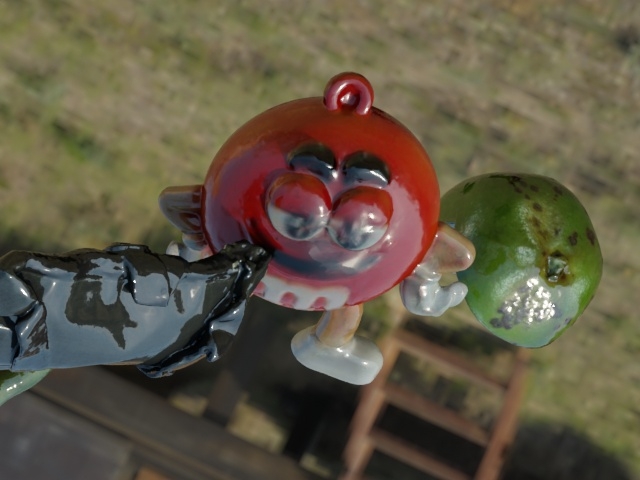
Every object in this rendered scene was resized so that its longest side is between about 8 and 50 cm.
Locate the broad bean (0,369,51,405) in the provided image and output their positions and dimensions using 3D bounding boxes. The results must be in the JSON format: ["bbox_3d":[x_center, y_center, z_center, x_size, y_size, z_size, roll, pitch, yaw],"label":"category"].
[{"bbox_3d":[-0.256,0.100,1.740,0.060,0.297,0.043,46,159,16],"label":"broad bean"}]

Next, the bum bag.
[{"bbox_3d":[-0.106,0.040,0.969,0.198,0.087,0.049,1,-131,-46],"label":"bum bag"}]

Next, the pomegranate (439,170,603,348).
[{"bbox_3d":[0.157,0.002,1.541,0.143,0.122,0.169,30,-167,-14],"label":"pomegranate"}]

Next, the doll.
[{"bbox_3d":[0.000,0.000,1.066,0.183,0.085,0.217,16,134,-14],"label":"doll"}]
